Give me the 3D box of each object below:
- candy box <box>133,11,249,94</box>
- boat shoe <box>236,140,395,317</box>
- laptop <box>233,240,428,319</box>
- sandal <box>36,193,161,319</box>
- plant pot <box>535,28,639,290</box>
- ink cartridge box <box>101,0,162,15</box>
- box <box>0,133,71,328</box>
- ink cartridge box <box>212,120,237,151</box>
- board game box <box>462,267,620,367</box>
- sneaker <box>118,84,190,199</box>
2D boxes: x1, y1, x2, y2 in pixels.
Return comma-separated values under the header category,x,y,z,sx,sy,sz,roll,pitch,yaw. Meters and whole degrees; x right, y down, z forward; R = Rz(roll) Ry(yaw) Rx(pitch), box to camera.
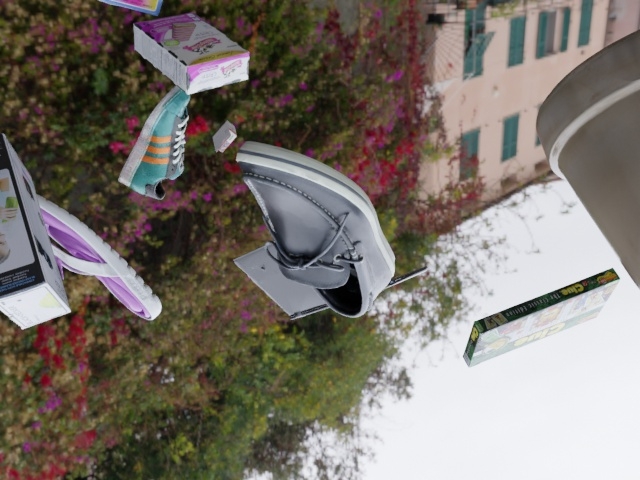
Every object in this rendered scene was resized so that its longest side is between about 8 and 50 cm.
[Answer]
category,x,y,z,sx,sy,sz,roll,pitch,yaw
candy box,-0.289,-0.421,1.427,0.159,0.071,0.233,-25,-128,-33
boat shoe,0.000,0.000,1.112,0.187,0.500,0.156,17,-109,29
laptop,0.034,0.075,1.933,0.382,0.236,0.408,-23,176,41
sandal,-0.530,0.051,1.438,0.169,0.416,0.102,-20,-150,54
plant pot,0.467,-0.075,0.808,0.323,0.323,0.280,-7,-111,-3
ink cartridge box,-0.412,-0.724,1.362,0.151,0.395,0.270,-5,-143,-45
box,-0.524,-0.013,1.095,0.087,0.169,0.289,-19,-110,-15
ink cartridge box,-0.251,-0.269,1.696,0.063,0.029,0.115,-46,-150,13
board game box,0.369,0.133,1.084,0.260,0.136,0.030,-19,-121,-9
sneaker,-0.352,-0.220,1.477,0.121,0.302,0.108,32,-145,-10
